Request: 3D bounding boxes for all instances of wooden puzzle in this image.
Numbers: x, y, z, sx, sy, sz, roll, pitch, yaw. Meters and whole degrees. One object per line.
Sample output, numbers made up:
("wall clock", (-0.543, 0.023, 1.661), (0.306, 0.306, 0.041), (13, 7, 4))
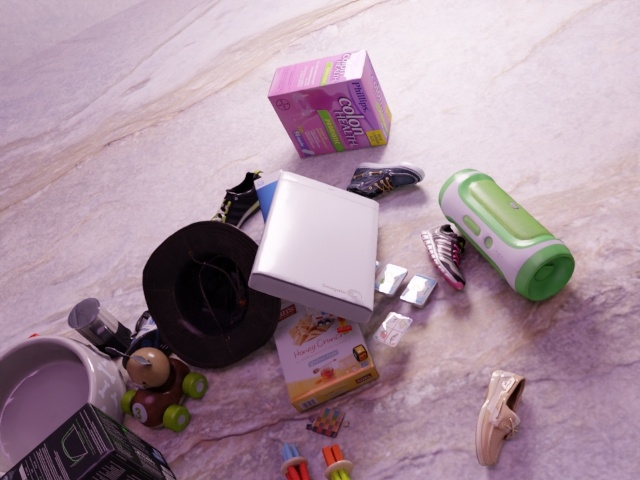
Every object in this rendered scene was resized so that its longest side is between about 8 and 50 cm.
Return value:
("wooden puzzle", (0.014, 0.337, 1.251), (0.083, 0.006, 0.049), (6, 56, 32))

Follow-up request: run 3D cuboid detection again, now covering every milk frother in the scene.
("milk frother", (-0.470, 0.181, 1.546), (0.129, 0.135, 0.143), (11, 58, 33))

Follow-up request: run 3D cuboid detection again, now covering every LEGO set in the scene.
("LEGO set", (0.094, 0.121, 1.317), (0.182, 0.060, 0.244), (18, 50, 28))

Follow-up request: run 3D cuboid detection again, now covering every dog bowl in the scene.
("dog bowl", (-0.593, 0.359, 1.426), (0.349, 0.102, 0.349), (-6, 59, 11))

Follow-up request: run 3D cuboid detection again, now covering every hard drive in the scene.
("hard drive", (0.000, 0.000, 1.364), (0.233, 0.047, 0.353), (18, 37, -7))

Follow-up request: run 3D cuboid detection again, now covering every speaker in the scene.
("speaker", (0.350, -0.019, 1.301), (0.131, 0.131, 0.296), (-33, 45, -2))

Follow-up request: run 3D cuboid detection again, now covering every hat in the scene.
("hat", (-0.210, 0.102, 1.438), (0.331, 0.331, 0.134), (-6, 9, 23))

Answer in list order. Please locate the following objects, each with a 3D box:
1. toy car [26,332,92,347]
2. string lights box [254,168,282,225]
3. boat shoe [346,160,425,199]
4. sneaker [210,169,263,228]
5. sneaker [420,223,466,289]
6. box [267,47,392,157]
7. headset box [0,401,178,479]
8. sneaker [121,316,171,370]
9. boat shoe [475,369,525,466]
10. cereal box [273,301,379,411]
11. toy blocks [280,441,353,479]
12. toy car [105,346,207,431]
("toy car", (-0.644, 0.333, 1.563), (0.239, 0.053, 0.225), (3, 54, 30))
("string lights box", (-0.072, -0.024, 1.518), (0.077, 0.133, 0.259), (-23, 45, 5))
("boat shoe", (0.148, -0.131, 1.551), (0.183, 0.065, 0.083), (5, 56, 39))
("sneaker", (-0.225, -0.085, 1.675), (0.084, 0.097, 0.234), (28, 68, 41))
("sneaker", (0.261, 0.025, 1.353), (0.075, 0.063, 0.170), (-30, 40, 9))
("box", (0.028, -0.334, 1.677), (0.243, 0.213, 0.117), (-7, 49, 22))
("headset box", (-0.429, 0.471, 1.197), (0.283, 0.246, 0.131), (-42, 46, -10))
("sneaker", (-0.363, 0.210, 1.522), (0.211, 0.080, 0.081), (-48, 22, -13))
("boat shoe", (0.298, 0.289, 1.106), (0.059, 0.063, 0.170), (-1, 51, 34))
("cereal box", (-0.001, 0.202, 1.346), (0.173, 0.047, 0.240), (-26, 45, 4))
("toy blocks", (-0.006, 0.400, 1.174), (0.123, 0.054, 0.148), (-31, 44, 1))
("toy car", (-0.352, 0.278, 1.363), (0.155, 0.188, 0.149), (8, 56, 33))
